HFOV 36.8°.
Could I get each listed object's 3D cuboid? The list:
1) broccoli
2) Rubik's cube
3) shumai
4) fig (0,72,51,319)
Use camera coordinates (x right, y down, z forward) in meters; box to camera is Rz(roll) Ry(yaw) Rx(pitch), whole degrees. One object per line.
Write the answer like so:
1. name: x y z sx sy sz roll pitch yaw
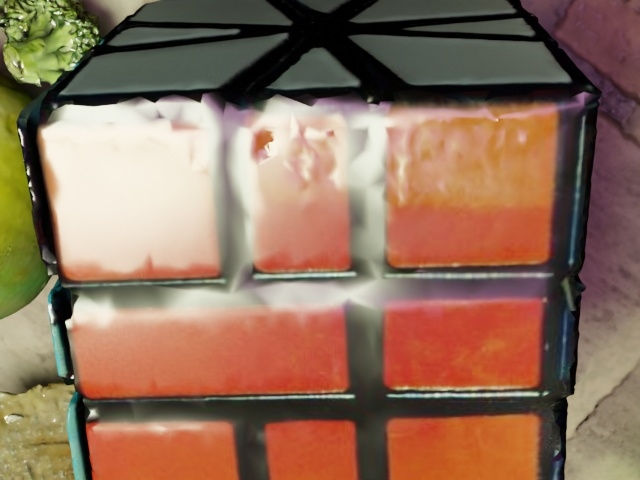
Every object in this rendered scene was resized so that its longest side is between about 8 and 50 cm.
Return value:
1. broccoli: -0.187 -0.125 0.673 0.095 0.092 0.097 19 121 24
2. Rubik's cube: 0.000 0.000 0.618 0.293 0.288 0.283 0 115 0
3. shumai: -0.235 0.211 0.811 0.209 0.161 0.153 14 149 -36
4. fig: -0.263 -0.025 0.685 0.181 0.181 0.191 -12 140 8
